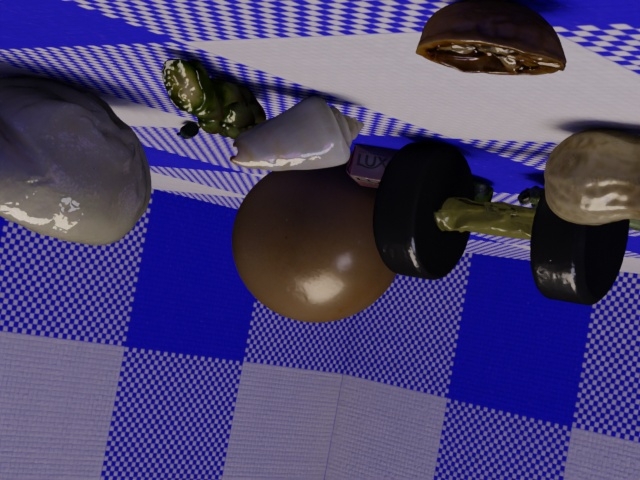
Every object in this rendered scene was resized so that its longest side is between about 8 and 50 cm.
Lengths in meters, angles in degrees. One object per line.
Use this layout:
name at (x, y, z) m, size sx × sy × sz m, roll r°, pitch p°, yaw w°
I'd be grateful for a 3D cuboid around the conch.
conch at (-0.030, -0.129, 1.598) m, size 0.176 × 0.104 × 0.094 m, roll -24°, pitch 156°, yaw 2°

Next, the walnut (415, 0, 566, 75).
walnut at (0.138, -0.166, 0.986) m, size 0.121 × 0.052 × 0.091 m, roll 8°, pitch 175°, yaw 11°

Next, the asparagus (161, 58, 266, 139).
asparagus at (-0.130, -0.172, 1.582) m, size 0.080 × 0.080 × 0.287 m, roll 9°, pitch -179°, yaw 19°

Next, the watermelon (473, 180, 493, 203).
watermelon at (0.206, -0.096, 2.146) m, size 0.245 × 0.063 × 0.119 m, roll 6°, pitch -163°, yaw -19°

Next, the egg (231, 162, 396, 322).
egg at (0.000, 0.000, 2.239) m, size 0.301 × 0.301 × 0.374 m, roll 12°, pitch 173°, yaw -30°

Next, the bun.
bun at (-0.421, -0.137, 1.898) m, size 0.365 × 0.219 × 0.365 m, roll 25°, pitch -176°, yaw -2°

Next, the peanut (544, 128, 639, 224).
peanut at (0.364, -0.073, 1.431) m, size 0.123 × 0.123 × 0.256 m, roll 13°, pitch 174°, yaw -42°

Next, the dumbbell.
dumbbell at (0.257, -0.029, 1.764) m, size 0.322 × 0.204 × 0.204 m, roll 9°, pitch 177°, yaw 32°

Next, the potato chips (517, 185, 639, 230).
potato chips at (0.535, -0.040, 1.974) m, size 0.429 × 0.070 × 0.358 m, roll 12°, pitch 180°, yaw -12°

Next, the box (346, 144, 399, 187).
box at (0.130, -0.112, 2.014) m, size 0.156 × 0.060 × 0.111 m, roll 9°, pitch 175°, yaw 13°

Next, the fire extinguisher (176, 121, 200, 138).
fire extinguisher at (-0.223, -0.187, 2.108) m, size 0.038 × 0.025 × 0.083 m, roll -13°, pitch -177°, yaw -15°
